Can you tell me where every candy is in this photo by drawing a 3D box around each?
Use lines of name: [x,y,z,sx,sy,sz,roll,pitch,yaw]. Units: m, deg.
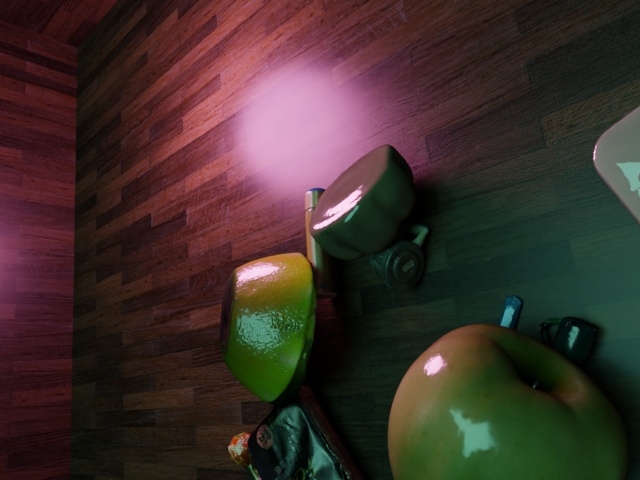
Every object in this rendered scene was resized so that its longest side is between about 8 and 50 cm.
candy: [-0.167,0.664,1.394,0.084,0.078,0.287,-46,63,25]

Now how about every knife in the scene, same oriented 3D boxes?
knife: [0.341,0.250,0.997,0.044,0.026,0.296,20,95,41]

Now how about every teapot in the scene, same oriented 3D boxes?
teapot: [0.166,0.029,1.142,0.108,0.111,0.149,23,104,55]

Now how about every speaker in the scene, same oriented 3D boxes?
speaker: [0.438,0.171,0.904,0.094,0.060,0.075,-127,54,-76]

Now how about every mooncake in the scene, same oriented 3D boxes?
mooncake: [0.099,-0.081,1.149,0.275,0.135,0.275,-41,24,23]

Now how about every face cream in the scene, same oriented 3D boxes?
face cream: [0.000,0.000,1.290,0.067,0.139,0.284,-5,78,9]

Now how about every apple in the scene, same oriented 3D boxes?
apple: [0.287,0.322,0.827,0.357,0.357,0.357,-8,78,43]

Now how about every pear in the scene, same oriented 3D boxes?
pear: [-0.155,0.201,1.266,0.399,0.165,0.398,-170,90,-71]

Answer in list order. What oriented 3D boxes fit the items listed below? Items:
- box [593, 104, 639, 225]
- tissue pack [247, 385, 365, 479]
box: [0.655,-0.098,0.695,0.396,0.111,0.396,-41,58,32]
tissue pack: [-0.036,0.552,1.238,0.245,0.123,0.332,-54,52,24]
